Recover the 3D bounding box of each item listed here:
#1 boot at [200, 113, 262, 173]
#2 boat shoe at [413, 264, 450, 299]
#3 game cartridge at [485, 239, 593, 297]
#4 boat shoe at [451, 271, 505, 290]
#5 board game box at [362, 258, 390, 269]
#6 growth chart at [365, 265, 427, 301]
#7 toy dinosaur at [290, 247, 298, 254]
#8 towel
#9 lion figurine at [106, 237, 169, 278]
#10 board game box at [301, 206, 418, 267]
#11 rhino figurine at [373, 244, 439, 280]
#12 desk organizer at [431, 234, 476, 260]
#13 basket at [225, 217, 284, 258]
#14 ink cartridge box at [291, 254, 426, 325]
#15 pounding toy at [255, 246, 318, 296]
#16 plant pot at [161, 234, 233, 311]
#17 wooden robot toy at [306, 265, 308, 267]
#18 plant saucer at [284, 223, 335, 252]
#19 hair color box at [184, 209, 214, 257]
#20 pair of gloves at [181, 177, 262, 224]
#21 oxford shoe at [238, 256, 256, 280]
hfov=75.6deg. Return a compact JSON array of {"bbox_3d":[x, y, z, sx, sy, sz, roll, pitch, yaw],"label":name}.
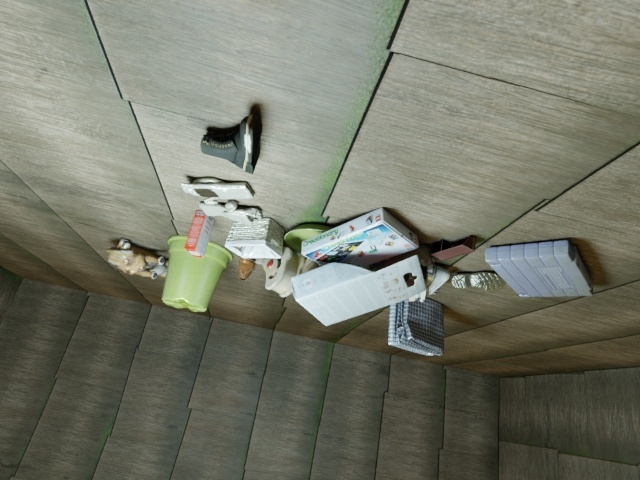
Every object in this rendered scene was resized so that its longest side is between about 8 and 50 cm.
[{"bbox_3d":[-0.205,-0.220,0.909,0.137,0.077,0.198,19,156,-5],"label":"boot"},{"bbox_3d":[0.399,0.161,1.524,0.088,0.096,0.267,15,150,2],"label":"boat shoe"},{"bbox_3d":[0.684,0.095,1.272,0.230,0.068,0.355,-13,148,37],"label":"game cartridge"},{"bbox_3d":[0.552,0.137,1.442,0.178,0.064,0.060,-2,-175,31],"label":"boat shoe"},{"bbox_3d":[0.216,0.089,1.485,0.146,0.045,0.193,23,154,-27],"label":"board game box"},{"bbox_3d":[0.266,0.159,1.477,0.237,0.021,0.172,14,148,8],"label":"growth chart"},{"bbox_3d":[-0.099,0.040,1.552,0.082,0.047,0.090,-20,-172,25],"label":"toy dinosaur"},{"bbox_3d":[0.429,0.361,1.800,0.283,0.235,0.121,25,151,-33],"label":"towel"},{"bbox_3d":[-0.766,0.119,1.902,0.240,0.142,0.392,8,163,26],"label":"lion figurine"},{"bbox_3d":[0.117,0.014,1.266,0.305,0.053,0.193,-22,142,35],"label":"board game box"},{"bbox_3d":[0.263,0.082,1.346,0.243,0.073,0.106,-23,140,24],"label":"rhino figurine"},{"bbox_3d":[0.395,0.019,1.233,0.050,0.047,0.130,23,155,-22],"label":"desk organizer"},{"bbox_3d":[-0.214,-0.007,1.379,0.167,0.103,0.113,-1,155,28],"label":"basket"},{"bbox_3d":[0.136,0.144,1.344,0.385,0.091,0.308,-22,149,8],"label":"ink cartridge box"},{"bbox_3d":[-0.109,0.118,1.426,0.155,0.154,0.269,34,172,-33],"label":"pounding toy"},{"bbox_3d":[-0.530,0.151,1.708,0.276,0.254,0.276,10,158,4],"label":"plant pot"},{"bbox_3d":[-0.023,0.130,1.674,0.079,0.076,0.173,27,154,-11],"label":"wooden robot toy"},{"bbox_3d":[0.000,0.000,1.384,0.241,0.037,0.241,9,157,4],"label":"plant saucer"},{"bbox_3d":[-0.402,-0.022,1.378,0.043,0.141,0.072,7,157,11],"label":"hair color box"},{"bbox_3d":[-0.288,-0.111,1.245,0.204,0.042,0.240,8,158,7],"label":"pair of gloves"},{"bbox_3d":[-0.324,0.124,1.788,0.076,0.076,0.212,14,156,-3],"label":"oxford shoe"}]
